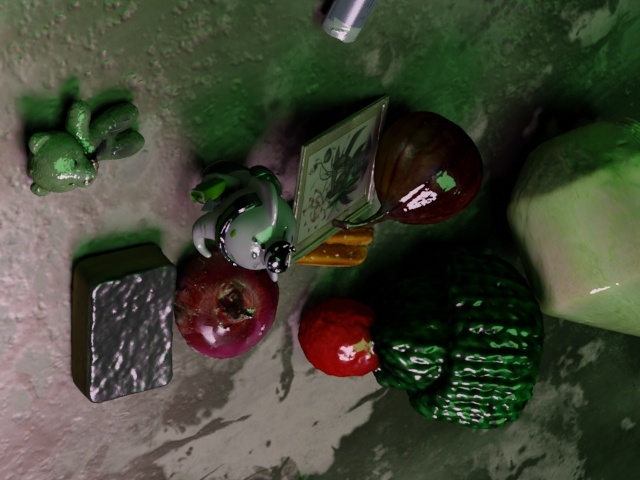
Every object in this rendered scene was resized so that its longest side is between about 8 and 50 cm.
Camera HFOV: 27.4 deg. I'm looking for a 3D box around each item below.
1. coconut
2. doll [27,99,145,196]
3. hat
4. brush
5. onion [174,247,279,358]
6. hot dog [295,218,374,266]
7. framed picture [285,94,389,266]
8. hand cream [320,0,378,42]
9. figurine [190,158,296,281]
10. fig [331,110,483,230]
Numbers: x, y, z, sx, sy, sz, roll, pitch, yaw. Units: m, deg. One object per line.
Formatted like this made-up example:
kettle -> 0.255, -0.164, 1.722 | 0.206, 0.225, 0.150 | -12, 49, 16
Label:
coconut -> 0.423, -0.008, 1.894 | 0.281, 0.328, 0.328 | -22, 131, 2
doll -> -0.265, -0.105, 1.505 | 0.150, 0.077, 0.115 | -33, 144, -31
hat -> 0.137, 0.126, 1.858 | 0.332, 0.274, 0.242 | 9, 103, -9
brush -> -0.246, 0.107, 1.658 | 0.123, 0.059, 0.197 | -14, 125, -31
onion -> -0.109, 0.087, 1.690 | 0.150, 0.140, 0.150 | -8, 105, -30
hot dog -> 0.000, 0.000, 1.781 | 0.165, 0.045, 0.071 | 4, 117, -38
framed picture -> 0.023, -0.080, 1.696 | 0.231, 0.010, 0.173 | -37, 141, -52
hand cream -> 0.078, -0.349, 1.564 | 0.079, 0.048, 0.255 | -17, 145, -49
figurine -> -0.090, -0.026, 1.594 | 0.126, 0.192, 0.147 | -24, 133, -17
fig -> 0.136, -0.082, 1.731 | 0.148, 0.202, 0.149 | 34, 139, -14
